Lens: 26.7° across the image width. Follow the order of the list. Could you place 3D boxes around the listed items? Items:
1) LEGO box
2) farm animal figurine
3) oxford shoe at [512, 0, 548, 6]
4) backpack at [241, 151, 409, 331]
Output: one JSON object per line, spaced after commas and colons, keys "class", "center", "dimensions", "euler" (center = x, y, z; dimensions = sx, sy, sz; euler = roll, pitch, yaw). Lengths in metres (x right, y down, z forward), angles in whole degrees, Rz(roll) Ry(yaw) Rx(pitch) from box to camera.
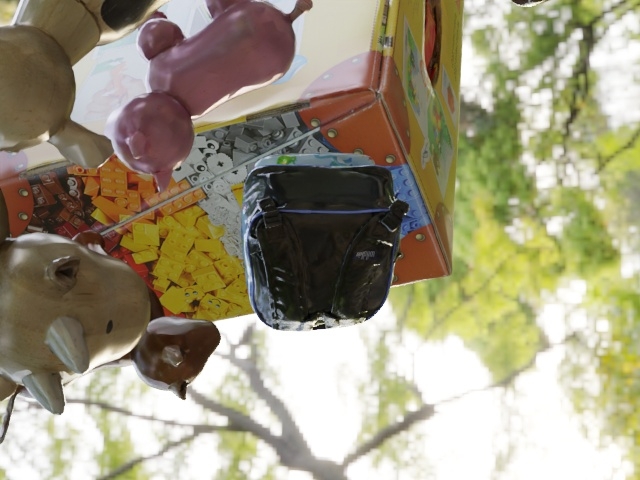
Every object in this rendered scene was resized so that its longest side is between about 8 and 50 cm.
{"class": "LEGO box", "center": [-0.067, -0.161, 1.289], "dimensions": [0.500, 0.373, 0.193], "euler": [-80, -28, -50]}
{"class": "farm animal figurine", "center": [-0.150, -0.022, 0.571], "dimensions": [0.172, 0.327, 0.330], "euler": [-116, 30, -46]}
{"class": "oxford shoe", "center": [0.260, -0.234, 1.048], "dimensions": [0.271, 0.097, 0.098], "euler": [-29, -67, -12]}
{"class": "backpack", "center": [0.000, 0.000, 0.887], "dimensions": [0.084, 0.105, 0.114], "euler": [-96, 6, -47]}
